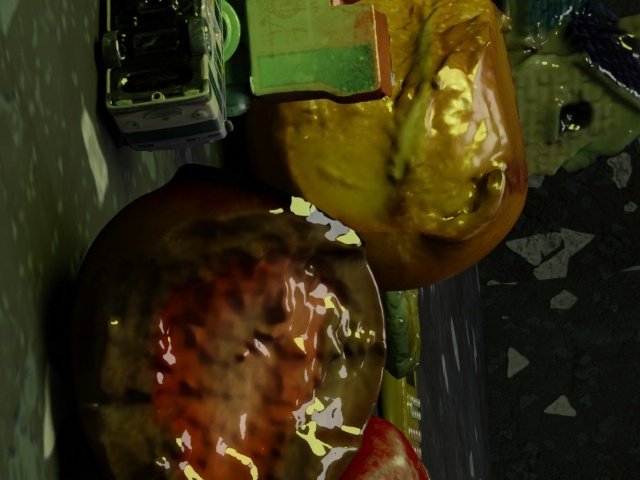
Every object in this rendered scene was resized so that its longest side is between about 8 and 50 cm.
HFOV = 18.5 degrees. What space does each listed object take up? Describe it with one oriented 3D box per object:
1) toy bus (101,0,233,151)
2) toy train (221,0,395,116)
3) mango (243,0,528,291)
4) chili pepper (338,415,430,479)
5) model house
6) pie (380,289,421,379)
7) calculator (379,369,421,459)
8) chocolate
[{"bbox_3d":[-0.069,-0.090,0.876,0.058,0.052,0.102,71,13,-59],"label":"toy bus"},{"bbox_3d":[-0.027,-0.150,0.996,0.074,0.118,0.175,36,50,-84],"label":"toy train"},{"bbox_3d":[0.037,-0.088,1.255,0.201,0.199,0.350,46,10,-12],"label":"mango"},{"bbox_3d":[0.036,0.235,1.246,0.136,0.144,0.252,121,-43,-70],"label":"chili pepper"},{"bbox_3d":[0.206,-0.222,1.938,0.243,0.284,0.298,-104,-172,-55],"label":"model house"},{"bbox_3d":[0.050,-0.027,1.735,0.323,0.071,0.323,-5,90,-84],"label":"pie"},{"bbox_3d":[0.079,0.156,1.939,0.146,0.032,0.234,45,41,-79],"label":"calculator"},{"bbox_3d":[-0.040,0.049,0.743,0.133,0.124,0.127,-62,167,-12],"label":"chocolate"}]
